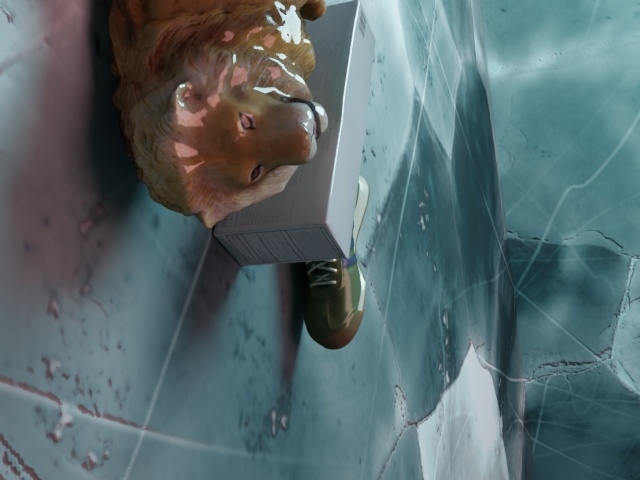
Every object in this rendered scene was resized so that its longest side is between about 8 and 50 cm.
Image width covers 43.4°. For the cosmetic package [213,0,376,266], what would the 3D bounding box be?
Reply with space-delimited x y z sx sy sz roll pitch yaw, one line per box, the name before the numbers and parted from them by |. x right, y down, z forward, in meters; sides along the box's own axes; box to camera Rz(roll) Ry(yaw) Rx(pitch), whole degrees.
cosmetic package | -0.015 -0.095 0.691 0.060 0.099 0.239 58 35 -53

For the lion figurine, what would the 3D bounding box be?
lion figurine | -0.090 -0.221 0.516 0.240 0.142 0.392 -37 107 -38

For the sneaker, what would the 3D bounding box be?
sneaker | 0.000 0.000 0.762 0.086 0.064 0.192 42 46 -49
